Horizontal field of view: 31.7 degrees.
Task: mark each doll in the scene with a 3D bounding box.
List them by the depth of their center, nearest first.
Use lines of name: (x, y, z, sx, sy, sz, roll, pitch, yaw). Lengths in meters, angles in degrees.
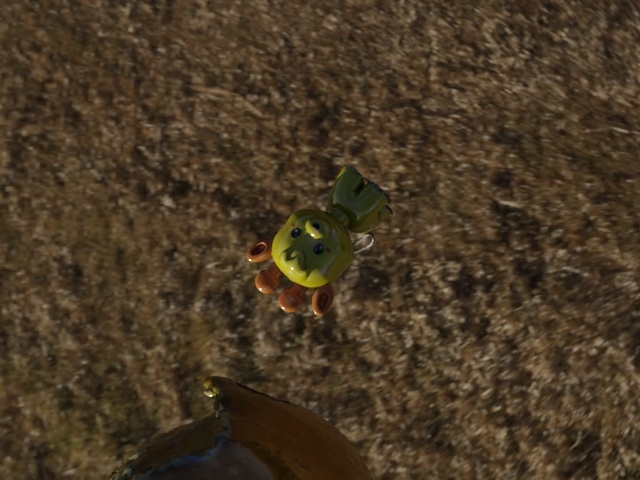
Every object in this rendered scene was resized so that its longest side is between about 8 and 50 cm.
doll: (0.000, 0.000, 1.582, 0.143, 0.135, 0.221, 36, 77, 12)

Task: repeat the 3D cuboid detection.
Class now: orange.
orange: (-0.047, 0.135, 0.506, 0.156, 0.156, 0.134, -4, 120, 24)
